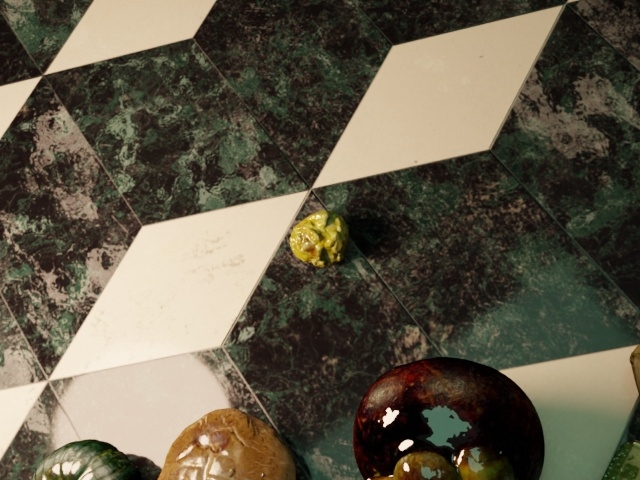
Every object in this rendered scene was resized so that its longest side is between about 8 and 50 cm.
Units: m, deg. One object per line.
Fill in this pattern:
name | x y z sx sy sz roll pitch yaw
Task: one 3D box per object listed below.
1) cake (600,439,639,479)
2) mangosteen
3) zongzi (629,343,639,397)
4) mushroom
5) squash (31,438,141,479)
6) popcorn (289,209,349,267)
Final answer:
cake | 0.475 0.440 1.442 0.100 0.099 0.235 21 62 36
mangosteen | 0.205 0.346 1.510 0.330 0.330 0.330 -5 68 11
zongzi | 0.748 0.218 1.351 0.500 0.467 0.218 -9 88 8
mushroom | -0.181 0.435 1.651 0.278 0.146 0.278 -7 60 12
squash | -0.427 0.469 1.680 0.218 0.172 0.218 -6 67 14
popcorn | 0.000 0.000 1.800 0.121 0.116 0.106 -21 83 5
